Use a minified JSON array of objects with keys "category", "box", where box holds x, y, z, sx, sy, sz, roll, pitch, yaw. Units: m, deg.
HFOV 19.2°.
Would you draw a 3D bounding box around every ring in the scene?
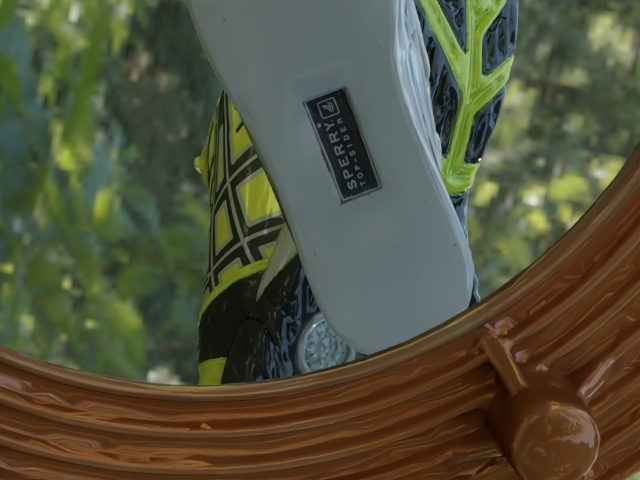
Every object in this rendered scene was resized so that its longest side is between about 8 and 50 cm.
[{"category":"ring","box":[-0.017,-0.066,0.382,0.032,0.337,0.336,-120,-139,-68]}]

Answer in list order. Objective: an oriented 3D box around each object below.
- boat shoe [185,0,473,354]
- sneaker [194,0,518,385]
[{"category":"boat shoe","box":[0.004,-0.082,0.822,0.088,0.096,0.267,-105,174,-70]},{"category":"sneaker","box":[0.000,0.000,1.031,0.147,0.145,0.384,5,-104,52]}]
